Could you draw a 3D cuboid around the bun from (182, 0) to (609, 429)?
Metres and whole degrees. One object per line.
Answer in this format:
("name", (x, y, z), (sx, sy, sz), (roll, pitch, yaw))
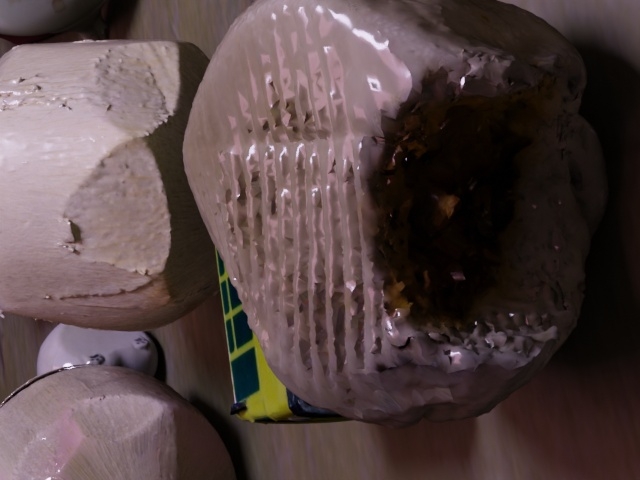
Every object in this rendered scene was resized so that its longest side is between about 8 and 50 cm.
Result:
("bun", (0.057, -0.031, 1.074), (0.281, 0.204, 0.282), (14, 109, 47))

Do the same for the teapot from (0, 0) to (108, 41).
("teapot", (-0.330, -0.286, 1.675), (0.149, 0.318, 0.220), (-133, 45, -73))

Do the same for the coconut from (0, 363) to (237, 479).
("coconut", (-0.178, 0.218, 1.526), (0.234, 0.224, 0.224), (45, 131, 55))

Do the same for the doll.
("doll", (-0.208, 0.159, 1.687), (0.107, 0.110, 0.181), (19, 115, 41))

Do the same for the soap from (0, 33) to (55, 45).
("soap", (-0.342, -0.291, 1.900), (0.289, 0.112, 0.182), (-3, 89, 62))

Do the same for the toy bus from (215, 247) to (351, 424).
("toy bus", (0.000, 0.000, 1.258), (0.150, 0.128, 0.262), (146, 119, -61))

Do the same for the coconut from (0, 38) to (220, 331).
("coconut", (-0.161, -0.045, 1.448), (0.245, 0.247, 0.245), (-3, -90, -78))
